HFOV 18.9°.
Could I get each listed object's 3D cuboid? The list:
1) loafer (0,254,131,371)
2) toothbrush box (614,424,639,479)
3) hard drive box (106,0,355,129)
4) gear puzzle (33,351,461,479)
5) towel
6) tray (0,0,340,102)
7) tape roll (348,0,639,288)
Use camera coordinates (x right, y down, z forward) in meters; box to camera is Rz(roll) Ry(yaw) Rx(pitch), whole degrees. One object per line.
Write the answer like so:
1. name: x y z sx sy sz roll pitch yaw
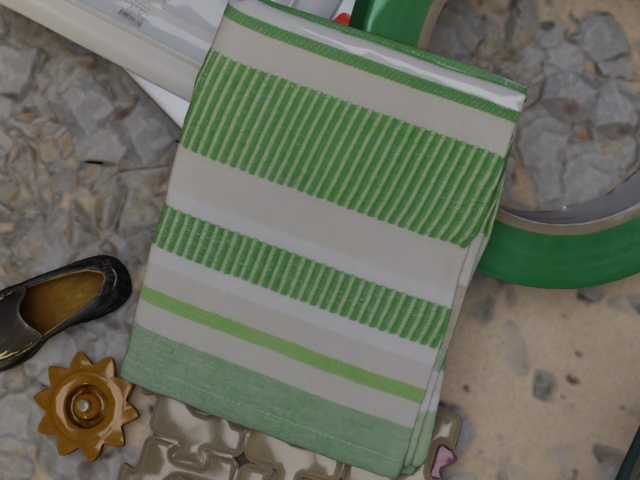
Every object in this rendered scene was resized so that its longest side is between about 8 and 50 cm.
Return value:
1. loafer: -0.234 0.058 1.530 0.170 0.061 0.062 -30 83 1
2. toothbrush box: 0.265 0.209 1.355 0.126 0.295 0.216 24 86 7
3. hard drive box: -0.073 -0.177 1.533 0.181 0.089 0.232 -45 82 -1
4. gear puzzle: -0.068 0.175 1.517 0.339 0.044 0.175 15 86 9
5. towel: 0.000 0.000 1.423 0.247 0.038 0.325 20 113 10
6. tray: -0.128 -0.202 1.481 0.270 0.030 0.145 27 87 8
7. tape roll: 0.180 -0.127 1.459 0.321 0.077 0.321 -1 98 -9
